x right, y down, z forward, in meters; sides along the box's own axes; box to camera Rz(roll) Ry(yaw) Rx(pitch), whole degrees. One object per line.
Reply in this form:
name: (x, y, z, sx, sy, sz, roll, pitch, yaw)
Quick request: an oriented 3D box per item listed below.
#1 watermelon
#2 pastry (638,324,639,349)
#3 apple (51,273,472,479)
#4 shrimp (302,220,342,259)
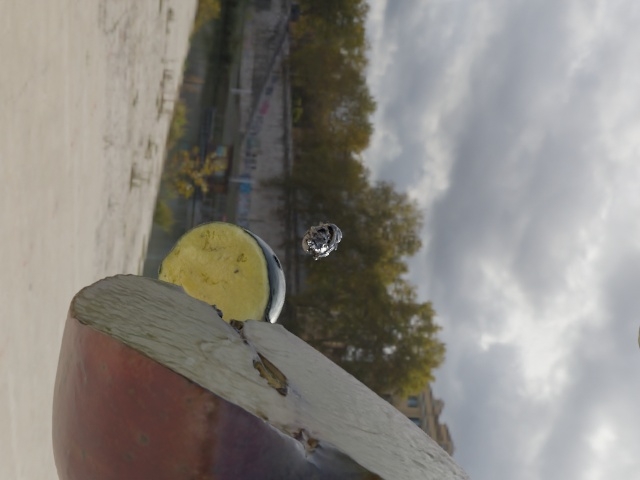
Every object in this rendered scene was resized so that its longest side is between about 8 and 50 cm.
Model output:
watermelon: (-0.137, 0.079, 1.209, 0.127, 0.232, 0.204, 11, 99, -63)
pastry: (0.622, 0.167, 1.310, 0.156, 0.092, 0.156, -33, -140, 33)
apple: (-0.055, 0.153, 0.638, 0.365, 0.295, 0.329, 33, -36, 62)
shrimp: (0.000, 0.000, 1.291, 0.165, 0.065, 0.057, -45, 110, -83)
